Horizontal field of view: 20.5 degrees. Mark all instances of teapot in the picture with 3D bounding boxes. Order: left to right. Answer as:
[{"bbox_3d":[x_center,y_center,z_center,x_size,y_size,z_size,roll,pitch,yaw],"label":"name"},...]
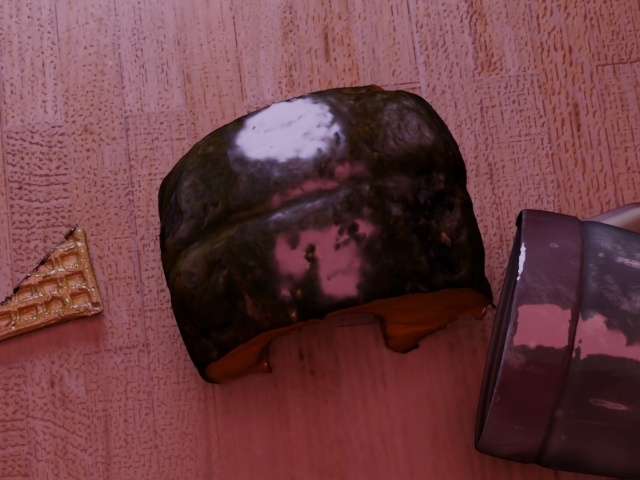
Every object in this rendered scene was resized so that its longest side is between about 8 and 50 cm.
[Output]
[{"bbox_3d":[0.319,0.085,1.647,0.312,0.233,0.315,12,46,2],"label":"teapot"}]

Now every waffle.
[{"bbox_3d":[-0.299,0.050,1.774,0.153,0.023,0.097,-18,74,-6],"label":"waffle"}]

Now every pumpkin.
[{"bbox_3d":[0.000,0.000,1.679,0.303,0.256,0.225,-14,72,-21],"label":"pumpkin"}]

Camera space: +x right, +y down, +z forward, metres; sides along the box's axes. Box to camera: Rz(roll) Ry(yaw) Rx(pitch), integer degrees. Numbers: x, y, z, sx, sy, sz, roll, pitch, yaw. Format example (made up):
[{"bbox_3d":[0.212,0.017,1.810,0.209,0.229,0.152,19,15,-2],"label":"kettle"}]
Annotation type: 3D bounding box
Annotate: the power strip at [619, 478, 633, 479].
[{"bbox_3d":[0.399,0.190,1.742,0.145,0.061,0.215,30,76,0],"label":"power strip"}]
